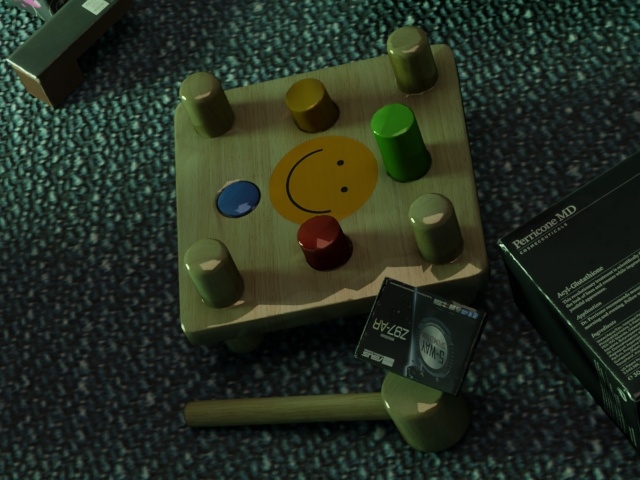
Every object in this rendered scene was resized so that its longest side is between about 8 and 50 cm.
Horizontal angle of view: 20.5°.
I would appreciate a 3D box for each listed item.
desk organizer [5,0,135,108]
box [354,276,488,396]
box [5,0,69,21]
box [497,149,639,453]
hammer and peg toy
[{"bbox_3d":[-0.234,-0.193,1.705,0.047,0.050,0.130,32,69,33],"label":"desk organizer"},{"bbox_3d":[0.076,0.072,1.329,0.083,0.018,0.067,21,84,13],"label":"box"},{"bbox_3d":[-0.305,-0.353,1.718,0.163,0.247,0.142,28,68,31],"label":"box"},{"bbox_3d":[0.298,0.014,1.360,0.261,0.103,0.184,-32,55,-7],"label":"box"},{"bbox_3d":[0.000,0.000,1.444,0.266,0.127,0.361,-11,53,9],"label":"hammer and peg toy"}]
